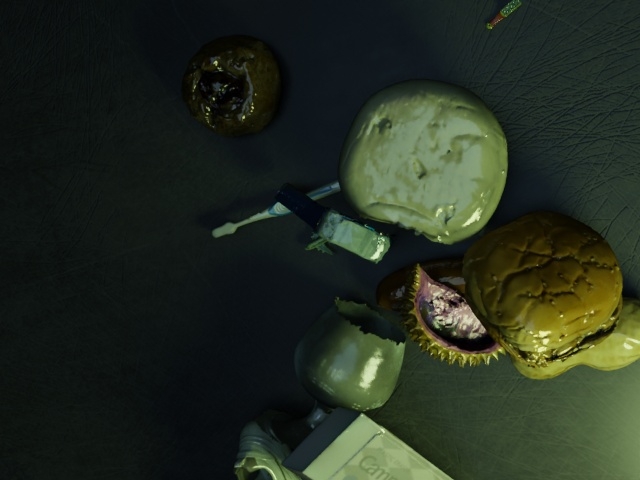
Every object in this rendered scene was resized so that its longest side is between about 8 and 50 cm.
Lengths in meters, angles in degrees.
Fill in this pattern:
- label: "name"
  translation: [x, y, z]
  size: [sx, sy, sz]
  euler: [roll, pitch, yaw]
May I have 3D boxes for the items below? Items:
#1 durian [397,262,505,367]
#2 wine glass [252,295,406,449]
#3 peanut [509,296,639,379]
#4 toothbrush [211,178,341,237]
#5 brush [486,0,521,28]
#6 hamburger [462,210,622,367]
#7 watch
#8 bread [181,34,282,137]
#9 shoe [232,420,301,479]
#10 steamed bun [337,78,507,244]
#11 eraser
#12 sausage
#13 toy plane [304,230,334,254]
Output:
- label: "durian"
  translation: [0.256, 0.185, 1.833]
  size: [0.260, 0.186, 0.154]
  euler: [23, 70, -9]
- label: "wine glass"
  translation: [0.032, 0.297, 1.896]
  size: [0.238, 0.238, 0.323]
  euler: [30, 101, 10]
- label: "peanut"
  translation: [0.531, 0.198, 1.802]
  size: [0.305, 0.147, 0.147]
  euler: [-10, 93, 17]
- label: "toothbrush"
  translation: [-0.069, -0.080, 1.980]
  size: [0.386, 0.040, 0.040]
  euler: [-21, 90, 15]
- label: "brush"
  translation: [0.374, -0.466, 1.836]
  size: [0.083, 0.021, 0.019]
  euler: [-39, 88, 15]
- label: "hamburger"
  translation: [0.431, 0.085, 1.710]
  size: [0.318, 0.158, 0.319]
  euler: [0, 55, 0]
- label: "watch"
  translation: [0.023, -0.046, 1.819]
  size: [0.276, 0.274, 0.068]
  euler: [26, 98, 2]
- label: "bread"
  translation: [-0.194, -0.336, 1.947]
  size: [0.230, 0.123, 0.230]
  euler: [1, 96, 12]
- label: "shoe"
  translation: [-0.106, 0.557, 1.949]
  size: [0.124, 0.159, 0.316]
  euler: [-16, 110, 30]
- label: "steamed bun"
  translation: [0.217, -0.162, 1.798]
  size: [0.334, 0.233, 0.312]
  euler: [26, 98, 14]
- label: "eraser"
  translation: [0.130, 0.500, 1.846]
  size: [0.213, 0.082, 0.397]
  euler: [-45, 119, 7]
- label: "sausage"
  translation: [0.246, 0.094, 1.882]
  size: [0.270, 0.109, 0.109]
  euler: [-10, 93, 14]
- label: "toy plane"
  translation: [0.001, 0.000, 1.973]
  size: [0.083, 0.033, 0.080]
  euler: [-28, 89, 22]
